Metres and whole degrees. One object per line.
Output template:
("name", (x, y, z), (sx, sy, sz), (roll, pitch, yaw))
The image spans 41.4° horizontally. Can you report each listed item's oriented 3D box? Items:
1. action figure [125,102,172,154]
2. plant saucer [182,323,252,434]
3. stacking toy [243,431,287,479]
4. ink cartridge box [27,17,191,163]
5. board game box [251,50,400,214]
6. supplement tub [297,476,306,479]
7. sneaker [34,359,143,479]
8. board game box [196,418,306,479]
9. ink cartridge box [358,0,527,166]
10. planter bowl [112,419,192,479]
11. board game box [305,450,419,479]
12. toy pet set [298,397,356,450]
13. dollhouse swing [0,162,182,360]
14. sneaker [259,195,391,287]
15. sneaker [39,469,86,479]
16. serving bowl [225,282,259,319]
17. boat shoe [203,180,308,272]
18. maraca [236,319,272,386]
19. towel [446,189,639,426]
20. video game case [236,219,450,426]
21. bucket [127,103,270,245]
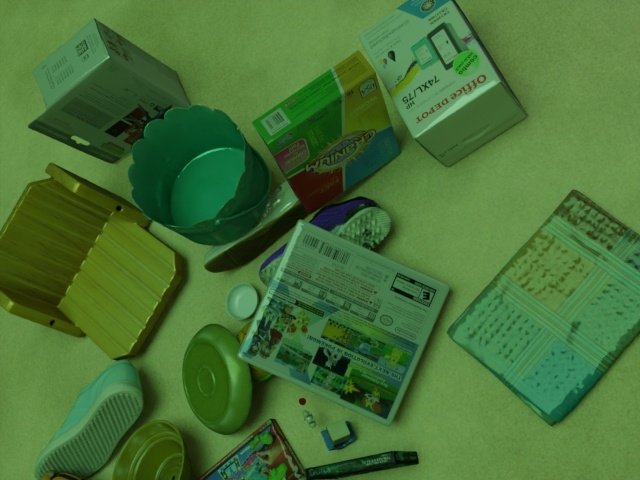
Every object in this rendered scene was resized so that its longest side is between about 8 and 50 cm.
("action figure", (-0.341, -0.206, 2.010), (0.164, 0.141, 0.276), (-44, 77, 14))
("plant saucer", (-0.233, 0.300, 1.818), (0.241, 0.037, 0.241), (5, 97, 49))
("stacking toy", (-0.148, 0.504, 1.693), (0.221, 0.052, 0.167), (-51, 21, 1))
("ink cartridge box", (-0.519, -0.345, 2.037), (0.272, 0.309, 0.130), (-34, 64, 16))
("board game box", (0.023, -0.203, 1.681), (0.242, 0.316, 0.064), (-34, 64, -1))
("supplement tub", (-0.055, 0.578, 1.649), (0.200, 0.144, 0.144), (-46, 61, 10))
("sneaker", (-0.532, 0.422, 1.974), (0.366, 0.135, 0.150), (-43, 32, 17))
("board game box", (-0.168, 0.520, 1.792), (0.281, 0.027, 0.145), (-42, 63, 12))
("ink cartridge box", (0.245, -0.327, 1.694), (0.198, 0.197, 0.270), (-33, 65, 17))
("planter bowl", (-0.346, 0.507, 1.839), (0.217, 0.090, 0.217), (-21, 53, 30))
("board game box", (0.081, 0.433, 1.626), (0.186, 0.126, 0.026), (-17, 70, 23))
("toy pet set", (0.031, 0.359, 1.717), (0.122, 0.065, 0.114), (-20, 62, -11))
("dollhouse swing", (-0.556, 0.066, 1.976), (0.347, 0.315, 0.305), (-58, 39, 3))
("sneaker", (0.001, 0.000, 1.781), (0.293, 0.102, 0.146), (-29, 32, 1))
("sneaker", (-0.567, 0.690, 1.904), (0.180, 0.124, 0.321), (11, 99, 12))
("serving bowl", (-0.170, 0.138, 1.891), (0.083, 0.027, 0.083), (-7, 74, 27))
("boat shoe", (-0.152, -0.032, 1.891), (0.277, 0.098, 0.096), (-34, 63, 6))
("maraca", (-0.142, 0.246, 1.811), (0.186, 0.099, 0.127), (-49, 57, 29))
("towel", (0.449, 0.121, 1.565), (0.271, 0.040, 0.370), (43, 96, 28))
("video game case", (0.046, 0.159, 1.659), (0.329, 0.036, 0.300), (24, 85, 3))
("bucket", (-0.249, -0.129, 1.799), (0.281, 0.183, 0.281), (-5, 71, 15))
